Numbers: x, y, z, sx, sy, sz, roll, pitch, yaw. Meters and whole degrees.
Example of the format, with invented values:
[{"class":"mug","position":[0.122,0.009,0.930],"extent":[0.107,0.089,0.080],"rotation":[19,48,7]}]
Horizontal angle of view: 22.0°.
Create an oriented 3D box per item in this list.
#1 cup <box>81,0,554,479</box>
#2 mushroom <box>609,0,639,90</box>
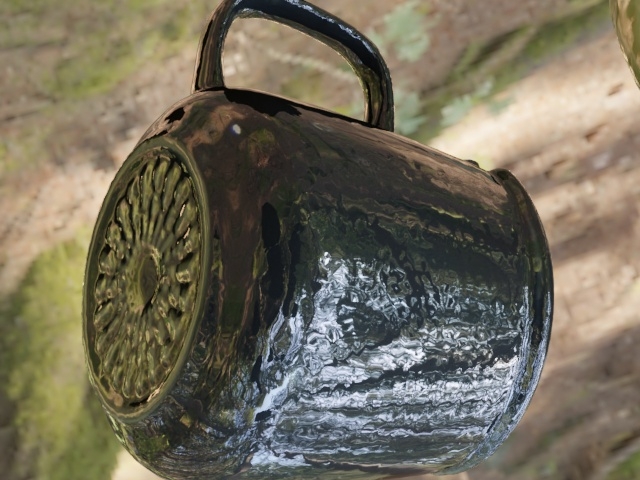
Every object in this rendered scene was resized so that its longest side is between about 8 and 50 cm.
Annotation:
[{"class":"cup","position":[0.000,0.000,0.722],"extent":[0.176,0.223,0.169],"rotation":[9,164,-27]},{"class":"mushroom","position":[0.132,-0.004,0.372],"extent":[0.081,0.312,0.100],"rotation":[1,136,-19]}]
